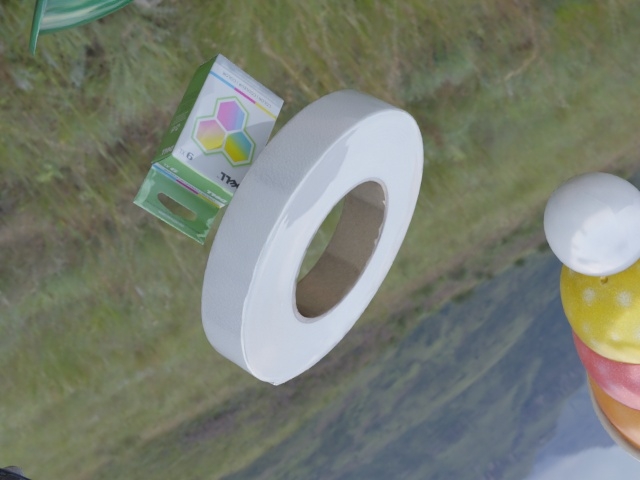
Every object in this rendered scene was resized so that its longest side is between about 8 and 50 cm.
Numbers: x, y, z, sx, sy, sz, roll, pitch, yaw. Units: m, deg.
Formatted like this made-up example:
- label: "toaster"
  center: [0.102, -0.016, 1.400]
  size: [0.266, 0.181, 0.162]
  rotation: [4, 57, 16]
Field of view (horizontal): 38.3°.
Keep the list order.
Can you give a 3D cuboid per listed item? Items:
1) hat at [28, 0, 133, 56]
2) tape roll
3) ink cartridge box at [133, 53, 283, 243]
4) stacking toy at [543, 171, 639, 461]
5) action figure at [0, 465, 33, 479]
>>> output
- label: "hat"
  center: [-0.153, -0.243, 0.835]
  size: [0.183, 0.173, 0.208]
  rotation: [11, 142, -20]
- label: "tape roll"
  center: [0.000, 0.000, 1.178]
  size: [0.392, 0.072, 0.392]
  rotation: [-45, 151, -34]
- label: "ink cartridge box"
  center: [-0.136, -0.114, 1.151]
  size: [0.062, 0.109, 0.209]
  rotation: [-12, -130, 54]
- label: "stacking toy"
  center: [0.415, 0.073, 1.153]
  size: [0.350, 0.350, 0.480]
  rotation: [-42, 131, 14]
- label: "action figure"
  center: [-0.414, 0.250, 0.828]
  size: [0.330, 0.341, 0.178]
  rotation: [62, 45, -61]
